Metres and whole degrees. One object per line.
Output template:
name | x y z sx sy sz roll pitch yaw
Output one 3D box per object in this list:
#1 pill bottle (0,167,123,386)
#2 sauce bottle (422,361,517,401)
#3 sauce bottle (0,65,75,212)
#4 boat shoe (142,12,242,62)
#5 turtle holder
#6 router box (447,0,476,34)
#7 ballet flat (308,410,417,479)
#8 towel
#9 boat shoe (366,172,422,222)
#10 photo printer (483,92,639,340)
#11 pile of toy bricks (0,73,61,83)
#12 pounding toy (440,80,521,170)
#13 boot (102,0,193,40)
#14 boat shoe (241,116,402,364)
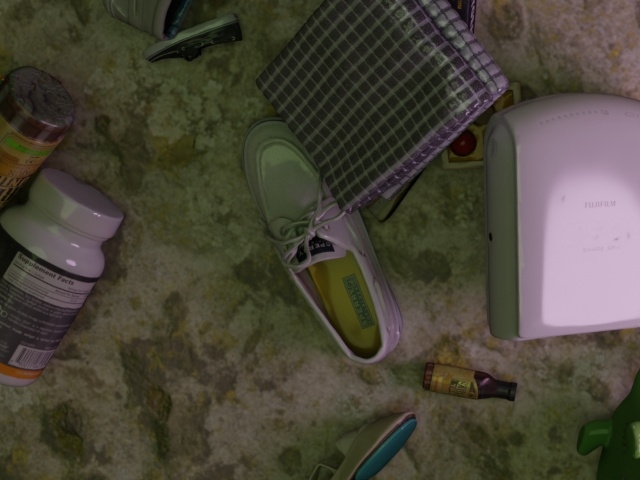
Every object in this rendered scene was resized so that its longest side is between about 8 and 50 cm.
pill bottle | -0.398 0.050 1.948 0.162 0.162 0.278 33 100 4
sauce bottle | 0.205 0.196 1.933 0.128 0.042 0.042 9 98 9
sauce bottle | -0.462 -0.088 1.915 0.111 0.111 0.344 46 122 1
boat shoe | -0.175 -0.269 1.935 0.142 0.049 0.040 -21 94 8
turtle holder | 0.467 0.304 1.833 0.227 0.243 0.320 9 58 -7
router box | 0.133 -0.308 1.820 0.133 0.179 0.046 15 56 14
ballet flat | 0.037 0.319 1.959 0.086 0.086 0.248 34 101 3
towel | 0.066 -0.192 1.771 0.235 0.121 0.283 51 131 4
boat shoe | 0.105 -0.087 1.906 0.045 0.050 0.135 38 110 7
photo printer | 0.333 -0.036 1.812 0.256 0.107 0.307 -4 96 -21
pile of toy bricks | -0.469 -0.180 1.974 0.212 0.118 0.105 -35 52 21
pounding toy | 0.201 -0.166 1.862 0.130 0.100 0.141 -4 96 9
boot | -0.193 -0.397 1.887 0.123 0.095 0.258 31 109 24
boat shoe | -0.007 0.005 1.885 0.136 0.156 0.367 -23 93 10
